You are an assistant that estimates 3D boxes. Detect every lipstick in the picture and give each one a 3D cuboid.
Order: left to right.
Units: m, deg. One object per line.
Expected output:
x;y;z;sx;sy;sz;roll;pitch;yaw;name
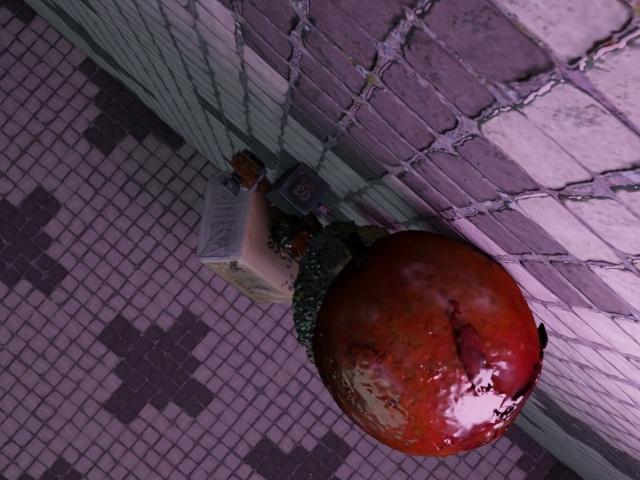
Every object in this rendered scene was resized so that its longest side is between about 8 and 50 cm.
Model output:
-0.059;-0.106;1.502;0.079;0.076;0.371;40;176;-8;lipstick

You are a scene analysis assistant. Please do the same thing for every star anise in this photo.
-0.010;0.005;1.888;0.346;0.148;0.237;42;155;16;star anise

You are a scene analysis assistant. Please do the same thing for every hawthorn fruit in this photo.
0.132;0.135;0.907;0.316;0.316;0.316;40;176;3;hawthorn fruit

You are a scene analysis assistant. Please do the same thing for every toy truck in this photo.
-0.215;-0.178;1.919;0.080;0.115;0.178;40;178;2;toy truck

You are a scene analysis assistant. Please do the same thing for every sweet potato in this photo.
-0.206;-0.191;2.109;0.218;0.051;0.065;46;-145;-50;sweet potato

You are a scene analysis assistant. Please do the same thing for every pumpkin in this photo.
-0.072;-0.009;2.213;0.190;0.146;0.190;57;167;21;pumpkin

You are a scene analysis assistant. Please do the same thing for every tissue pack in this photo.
-0.218;-0.002;2.343;0.205;0.332;0.405;-6;153;26;tissue pack

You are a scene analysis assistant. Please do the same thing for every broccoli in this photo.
0.091;0.102;1.224;0.375;0.301;0.249;-106;-2;-51;broccoli

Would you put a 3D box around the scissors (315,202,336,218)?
0.001;-0.080;1.679;0.113;0.012;0.039;38;175;34;scissors
